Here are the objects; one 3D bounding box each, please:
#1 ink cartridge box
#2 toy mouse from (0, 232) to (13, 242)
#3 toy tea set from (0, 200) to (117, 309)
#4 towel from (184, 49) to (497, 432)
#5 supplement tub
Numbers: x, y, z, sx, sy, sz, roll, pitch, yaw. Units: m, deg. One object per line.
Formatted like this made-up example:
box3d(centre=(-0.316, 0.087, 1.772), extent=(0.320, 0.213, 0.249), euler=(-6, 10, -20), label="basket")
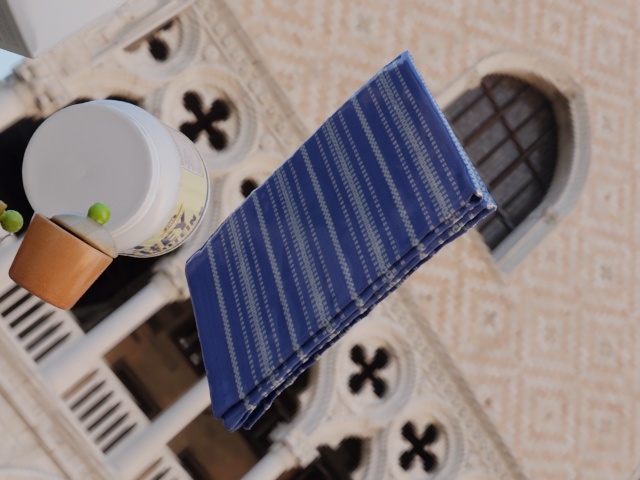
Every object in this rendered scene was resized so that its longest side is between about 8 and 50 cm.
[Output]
box3d(centre=(-0.352, -0.333, 1.202), extent=(0.233, 0.168, 0.171), euler=(22, -39, 38), label="ink cartridge box")
box3d(centre=(-0.356, 0.049, 1.028), extent=(0.161, 0.143, 0.031), euler=(-30, -49, 24), label="toy mouse")
box3d(centre=(-0.308, -0.076, 0.869), extent=(0.336, 0.124, 0.200), euler=(35, -6, -34), label="toy tea set")
box3d(centre=(0.000, 0.000, 1.016), extent=(0.040, 0.336, 0.243), euler=(32, 25, -36), label="towel")
box3d(centre=(-0.320, -0.094, 1.722), extent=(0.235, 0.235, 0.325), euler=(46, 3, 7), label="supplement tub")
